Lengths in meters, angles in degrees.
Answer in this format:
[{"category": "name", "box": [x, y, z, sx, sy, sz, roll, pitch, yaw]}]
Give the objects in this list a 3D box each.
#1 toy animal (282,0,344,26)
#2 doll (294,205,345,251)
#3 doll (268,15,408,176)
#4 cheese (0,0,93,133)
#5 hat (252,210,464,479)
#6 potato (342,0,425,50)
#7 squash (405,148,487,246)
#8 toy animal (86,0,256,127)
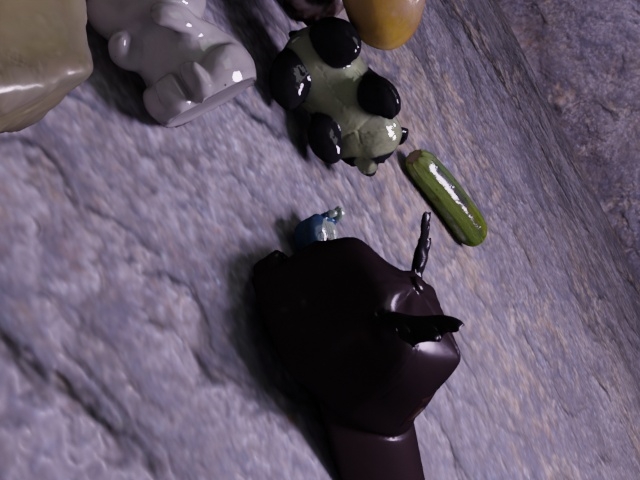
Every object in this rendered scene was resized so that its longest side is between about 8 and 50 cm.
[{"category": "toy animal", "box": [-0.046, -0.507, 1.209, 0.344, 0.303, 0.194, 32, 29, -8]}, {"category": "doll", "box": [0.000, 0.000, 1.028, 0.083, 0.050, 0.076, -21, 103, -64]}, {"category": "doll", "box": [0.031, -0.201, 1.154, 0.234, 0.143, 0.135, 53, 14, -11]}, {"category": "cheese", "box": [-0.307, -0.187, 0.571, 0.326, 0.115, 0.318, 35, 38, -42]}, {"category": "hat", "box": [0.095, 0.124, 0.920, 0.336, 0.209, 0.238, 63, 24, -6]}, {"category": "potato", "box": [0.077, -0.362, 1.097, 0.150, 0.146, 0.234, -64, 145, -31]}, {"category": "squash", "box": [0.232, -0.075, 1.486, 0.229, 0.066, 0.066, 47, 32, -27]}, {"category": "toy animal", "box": [-0.148, -0.225, 0.871, 0.193, 0.127, 0.178, 65, 25, 3]}]
